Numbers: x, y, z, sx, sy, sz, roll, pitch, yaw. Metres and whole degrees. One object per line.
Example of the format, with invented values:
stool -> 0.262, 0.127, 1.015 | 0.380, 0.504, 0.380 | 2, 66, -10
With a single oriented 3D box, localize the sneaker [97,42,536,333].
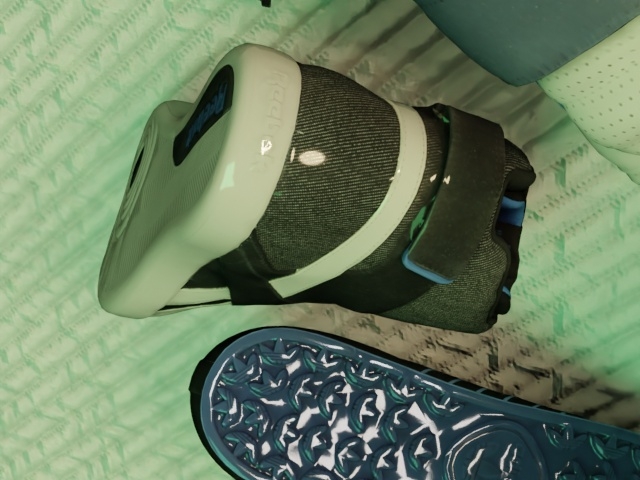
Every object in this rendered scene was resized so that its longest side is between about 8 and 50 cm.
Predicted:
sneaker -> 0.000, 0.000, 0.611 | 0.121, 0.079, 0.217 | 17, 171, -14

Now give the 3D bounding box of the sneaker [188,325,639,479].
sneaker -> 0.061, 0.092, 0.669 | 0.232, 0.081, 0.090 | 27, 175, -4

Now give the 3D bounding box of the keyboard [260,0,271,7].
keyboard -> -0.032, -0.156, 0.563 | 0.108, 0.023, 0.180 | 15, 132, 13

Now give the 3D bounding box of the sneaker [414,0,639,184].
sneaker -> 0.011, -0.100, 0.484 | 0.323, 0.130, 0.236 | -12, 118, 25
